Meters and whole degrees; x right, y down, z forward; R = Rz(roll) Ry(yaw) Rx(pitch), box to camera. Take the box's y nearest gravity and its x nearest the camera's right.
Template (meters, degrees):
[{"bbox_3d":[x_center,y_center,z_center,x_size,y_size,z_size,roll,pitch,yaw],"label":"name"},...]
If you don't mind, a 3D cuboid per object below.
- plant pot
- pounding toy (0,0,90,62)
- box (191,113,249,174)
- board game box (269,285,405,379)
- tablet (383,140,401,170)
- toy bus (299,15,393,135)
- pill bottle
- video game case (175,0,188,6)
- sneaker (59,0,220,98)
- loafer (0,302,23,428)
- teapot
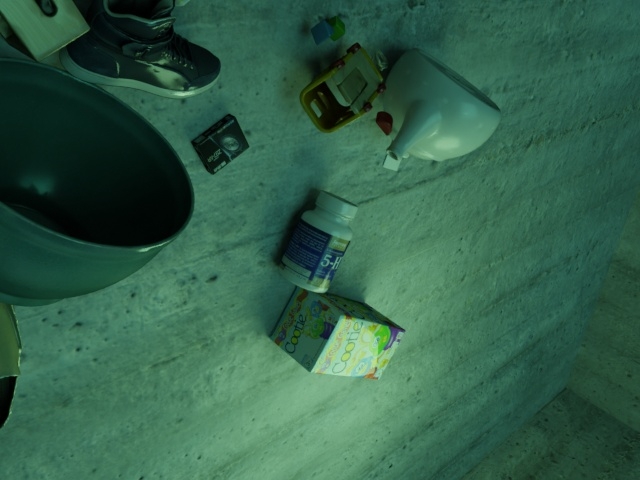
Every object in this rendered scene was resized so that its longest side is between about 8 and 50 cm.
[{"bbox_3d":[-0.329,-0.043,0.688,0.293,0.293,0.196,9,133,-48],"label":"plant pot"},{"bbox_3d":[-0.323,-0.288,0.621,0.100,0.130,0.141,-43,138,-18],"label":"pounding toy"},{"bbox_3d":[-0.165,-0.159,0.951,0.083,0.018,0.067,-41,137,-19],"label":"box"},{"bbox_3d":[0.046,0.216,1.310,0.275,0.142,0.144,21,98,-50],"label":"board game box"},{"bbox_3d":[0.171,-0.199,1.279,0.054,0.006,0.083,7,108,-47],"label":"tablet"},{"bbox_3d":[0.039,-0.272,1.020,0.202,0.104,0.190,16,57,-49],"label":"toy bus"},{"bbox_3d":[0.000,0.000,1.150,0.112,0.112,0.186,14,104,-49],"label":"pill bottle"},{"bbox_3d":[-0.157,-0.452,0.729,0.227,0.026,0.206,-54,142,-28],"label":"video game case"},{"bbox_3d":[-0.195,-0.262,0.740,0.226,0.086,0.163,-11,166,-45],"label":"sneaker"},{"bbox_3d":[-0.463,0.158,0.793,0.102,0.092,0.268,-16,125,-39],"label":"loafer"},{"bbox_3d":[0.217,-0.246,1.144,0.256,0.252,0.187,16,122,-35],"label":"teapot"}]
